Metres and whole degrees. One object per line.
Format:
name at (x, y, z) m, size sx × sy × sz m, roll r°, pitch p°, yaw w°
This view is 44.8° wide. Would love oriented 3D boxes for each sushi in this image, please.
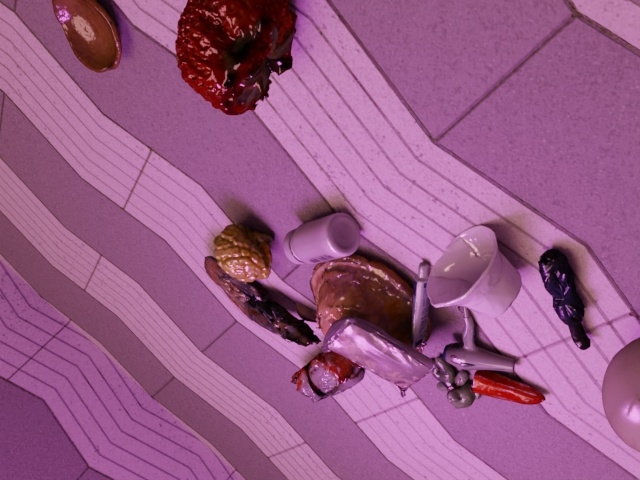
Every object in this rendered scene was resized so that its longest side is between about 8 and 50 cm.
sushi at (0.023, 0.385, 2.231) m, size 0.130 × 0.124 × 0.332 m, roll 51°, pitch 148°, yaw 5°

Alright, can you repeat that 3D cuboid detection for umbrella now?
umbrella at (0.478, 0.124, 1.523) m, size 0.071 × 0.071 × 0.248 m, roll 8°, pitch 136°, yaw 40°

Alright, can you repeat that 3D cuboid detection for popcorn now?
popcorn at (-0.203, 0.029, 2.028) m, size 0.174 × 0.173 × 0.142 m, roll 35°, pitch 124°, yaw 10°

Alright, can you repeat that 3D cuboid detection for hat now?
hat at (0.321, 0.080, 1.558) m, size 0.126 × 0.203 × 0.203 m, roll 34°, pitch 149°, yaw -17°

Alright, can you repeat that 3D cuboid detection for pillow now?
pillow at (0.134, 0.259, 1.801) m, size 0.255 × 0.059 × 0.169 m, roll 31°, pitch 132°, yaw -5°

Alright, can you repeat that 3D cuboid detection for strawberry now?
strawberry at (-0.173, -0.383, 1.438) m, size 0.258 × 0.261 × 0.261 m, roll 32°, pitch 146°, yaw 7°

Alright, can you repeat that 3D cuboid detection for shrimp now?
shrimp at (-0.169, 0.165, 2.151) m, size 0.445 × 0.085 × 0.272 m, roll 32°, pitch 160°, yaw 34°

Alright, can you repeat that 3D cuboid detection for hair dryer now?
hair dryer at (0.376, 0.228, 1.778) m, size 0.167 × 0.067 × 0.199 m, roll 19°, pitch 127°, yaw 15°

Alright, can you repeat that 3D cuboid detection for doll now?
doll at (0.325, 0.361, 1.951) m, size 0.150 × 0.077 × 0.115 m, roll 51°, pitch 137°, yaw 5°

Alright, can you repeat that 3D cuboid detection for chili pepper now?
chili pepper at (0.444, 0.349, 1.822) m, size 0.169 × 0.064 × 0.088 m, roll 13°, pitch 174°, yaw 25°

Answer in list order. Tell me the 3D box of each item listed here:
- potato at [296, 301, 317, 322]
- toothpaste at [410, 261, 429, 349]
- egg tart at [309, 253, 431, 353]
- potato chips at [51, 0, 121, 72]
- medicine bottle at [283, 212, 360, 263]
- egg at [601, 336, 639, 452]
potato at (-0.036, 0.213, 2.167) m, size 0.093 × 0.036 × 0.037 m, roll 28°, pitch 141°, yaw 18°
toothpaste at (0.229, 0.149, 1.774) m, size 0.037 × 0.062 × 0.216 m, roll 21°, pitch 122°, yaw 37°
egg tart at (0.103, 0.192, 1.911) m, size 0.352 × 0.150 × 0.351 m, roll 23°, pitch 141°, yaw 20°
potato chips at (-0.539, -0.502, 1.831) m, size 0.208 × 0.062 × 0.195 m, roll 37°, pitch 141°, yaw 8°
medicine bottle at (0.000, 0.000, 1.827) m, size 0.102 × 0.103 × 0.187 m, roll 52°, pitch 145°, yaw -16°
egg at (0.629, 0.281, 1.414) m, size 0.219 × 0.219 × 0.269 m, roll 23°, pitch 137°, yaw 26°
